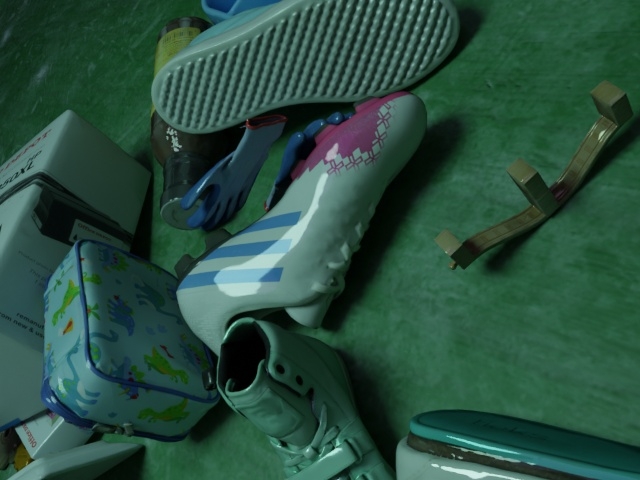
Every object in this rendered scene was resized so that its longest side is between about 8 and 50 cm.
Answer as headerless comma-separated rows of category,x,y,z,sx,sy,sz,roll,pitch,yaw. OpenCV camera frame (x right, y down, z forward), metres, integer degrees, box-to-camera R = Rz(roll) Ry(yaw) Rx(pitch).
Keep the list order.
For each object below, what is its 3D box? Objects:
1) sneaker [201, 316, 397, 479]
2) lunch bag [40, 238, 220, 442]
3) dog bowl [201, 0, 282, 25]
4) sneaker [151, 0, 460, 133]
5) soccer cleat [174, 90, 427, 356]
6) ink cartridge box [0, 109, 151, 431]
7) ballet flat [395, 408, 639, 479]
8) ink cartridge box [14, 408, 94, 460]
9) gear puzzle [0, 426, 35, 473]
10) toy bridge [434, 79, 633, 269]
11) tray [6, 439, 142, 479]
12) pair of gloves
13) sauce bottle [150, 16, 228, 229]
sneaker,-0.013,0.174,0.469,0.094,0.151,0.255,-40,48,14
lunch bag,-0.207,0.110,0.657,0.090,0.176,0.219,-47,43,16
dog bowl,-0.078,-0.364,0.889,0.165,0.074,0.297,-54,45,2
sneaker,-0.024,-0.240,0.712,0.366,0.135,0.150,-8,39,15
soccer cleat,0.000,0.000,0.606,0.331,0.116,0.143,-41,68,12
ink cartridge box,-0.420,0.045,0.830,0.286,0.166,0.394,-29,39,24
ballet flat,0.215,0.176,0.309,0.401,0.139,0.139,-6,63,43
ink cartridge box,-0.321,0.214,0.763,0.089,0.052,0.122,23,71,45
gear puzzle,-0.463,0.236,0.892,0.175,0.044,0.339,-52,45,4
toy bridge,0.176,-0.042,0.493,0.188,0.063,0.026,-45,45,10
tray,-0.346,0.298,0.687,0.270,0.145,0.030,-35,70,20
pair of gloves,-0.051,-0.070,0.615,0.023,0.198,0.159,52,131,17
sauce bottle,-0.186,-0.172,0.843,0.112,0.111,0.344,-27,50,27
